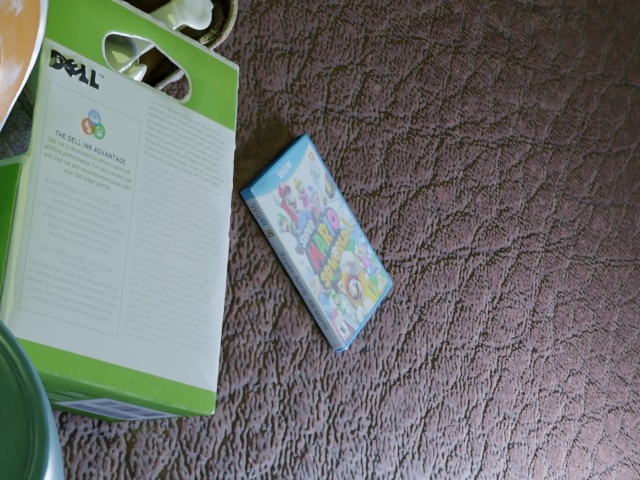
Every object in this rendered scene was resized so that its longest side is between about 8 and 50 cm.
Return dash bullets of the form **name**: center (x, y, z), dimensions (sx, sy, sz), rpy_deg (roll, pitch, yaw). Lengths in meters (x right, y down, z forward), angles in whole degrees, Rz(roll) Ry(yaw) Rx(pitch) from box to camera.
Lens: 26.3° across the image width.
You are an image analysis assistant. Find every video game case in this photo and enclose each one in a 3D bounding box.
- **video game case**: center (0.000, 0.000, 1.217), dimensions (0.166, 0.015, 0.119), rpy_deg (60, 35, -14)

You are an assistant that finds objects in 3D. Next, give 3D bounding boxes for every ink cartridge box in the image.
- **ink cartridge box**: center (-0.153, -0.022, 0.906), dimensions (0.189, 0.097, 0.255), rpy_deg (24, 64, -47)

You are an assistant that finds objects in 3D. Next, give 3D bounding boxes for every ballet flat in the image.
- **ballet flat**: center (-0.157, -0.136, 0.986), dimensions (0.107, 0.106, 0.316), rpy_deg (59, 35, -14)

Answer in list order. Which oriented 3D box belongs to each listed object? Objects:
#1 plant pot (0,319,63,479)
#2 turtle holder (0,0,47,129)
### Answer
- **plant pot**: center (-0.231, 0.114, 0.620), dimensions (0.290, 0.195, 0.290), rpy_deg (27, 45, -31)
- **turtle holder**: center (-0.288, -0.123, 0.630), dimensions (0.320, 0.243, 0.227), rpy_deg (22, 26, -25)
